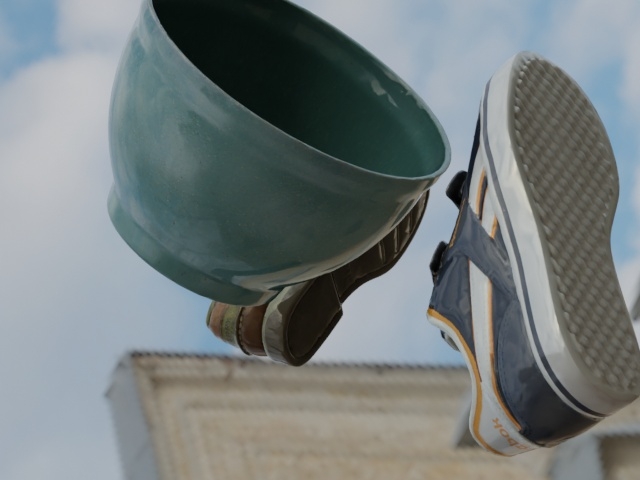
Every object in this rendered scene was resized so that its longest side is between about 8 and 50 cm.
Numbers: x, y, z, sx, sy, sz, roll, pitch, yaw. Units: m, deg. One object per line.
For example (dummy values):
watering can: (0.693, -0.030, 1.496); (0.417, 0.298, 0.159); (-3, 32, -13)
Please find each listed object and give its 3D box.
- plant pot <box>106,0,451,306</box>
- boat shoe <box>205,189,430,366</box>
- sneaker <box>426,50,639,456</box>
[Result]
plant pot: (-0.063, -0.069, 1.690); (0.293, 0.293, 0.196); (0, -50, -51)
boat shoe: (0.000, 0.000, 1.944); (0.307, 0.104, 0.110); (-44, -43, -43)
sneaker: (0.139, 0.007, 1.415); (0.126, 0.321, 0.127); (29, -49, -28)
